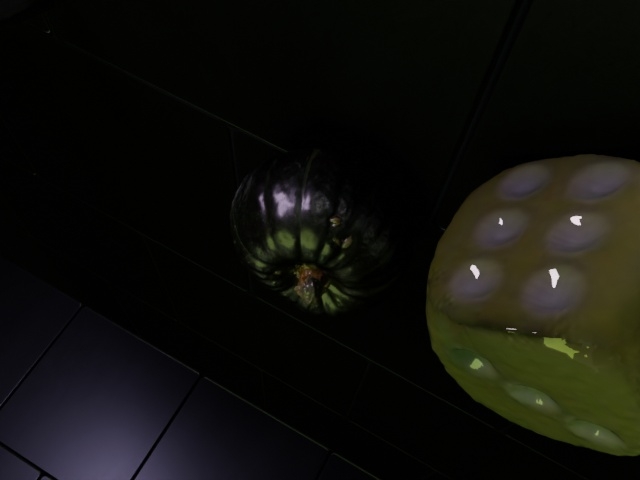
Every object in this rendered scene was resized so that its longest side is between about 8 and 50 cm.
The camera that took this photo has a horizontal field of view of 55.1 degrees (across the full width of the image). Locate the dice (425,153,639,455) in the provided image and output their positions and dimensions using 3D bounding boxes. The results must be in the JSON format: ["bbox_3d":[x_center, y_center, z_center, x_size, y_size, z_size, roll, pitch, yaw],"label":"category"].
[{"bbox_3d":[0.197,0.050,0.479,0.166,0.169,0.169,3,142,45],"label":"dice"}]

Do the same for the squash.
[{"bbox_3d":[0.001,-0.004,0.632,0.193,0.156,0.193,9,166,2],"label":"squash"}]

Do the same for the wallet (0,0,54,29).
[{"bbox_3d":[-0.410,-0.279,0.605,0.245,0.169,0.052,32,133,2],"label":"wallet"}]
